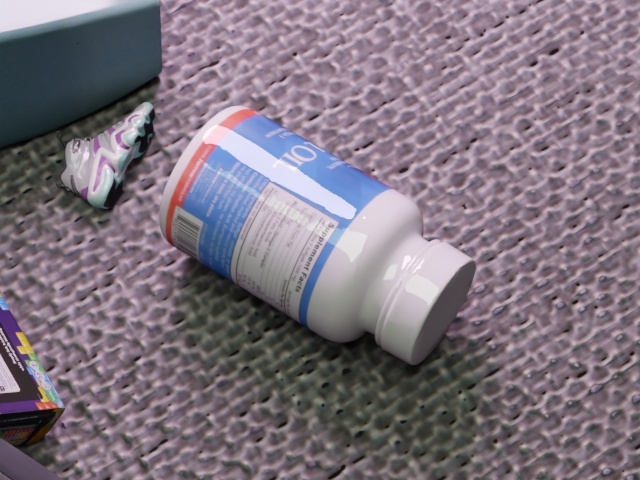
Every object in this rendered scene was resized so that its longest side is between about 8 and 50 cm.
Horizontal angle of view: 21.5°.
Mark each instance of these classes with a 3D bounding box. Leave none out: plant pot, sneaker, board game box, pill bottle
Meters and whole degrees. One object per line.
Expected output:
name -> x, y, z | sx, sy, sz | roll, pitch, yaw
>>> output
plant pot -> -0.252, -0.181, 1.355 | 0.234, 0.165, 0.166 | -12, 64, -10
sneaker -> -0.181, -0.079, 1.363 | 0.069, 0.038, 0.098 | 22, 68, 14
board game box -> -0.288, 0.077, 1.245 | 0.048, 0.141, 0.170 | -49, 62, 29
pill bottle -> 0.000, 0.000, 1.262 | 0.221, 0.124, 0.124 | 30, 70, 17

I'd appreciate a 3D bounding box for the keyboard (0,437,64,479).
keyboard -> -0.158, 0.283, 1.118 | 0.317, 0.033, 0.201 | 34, 60, -2
